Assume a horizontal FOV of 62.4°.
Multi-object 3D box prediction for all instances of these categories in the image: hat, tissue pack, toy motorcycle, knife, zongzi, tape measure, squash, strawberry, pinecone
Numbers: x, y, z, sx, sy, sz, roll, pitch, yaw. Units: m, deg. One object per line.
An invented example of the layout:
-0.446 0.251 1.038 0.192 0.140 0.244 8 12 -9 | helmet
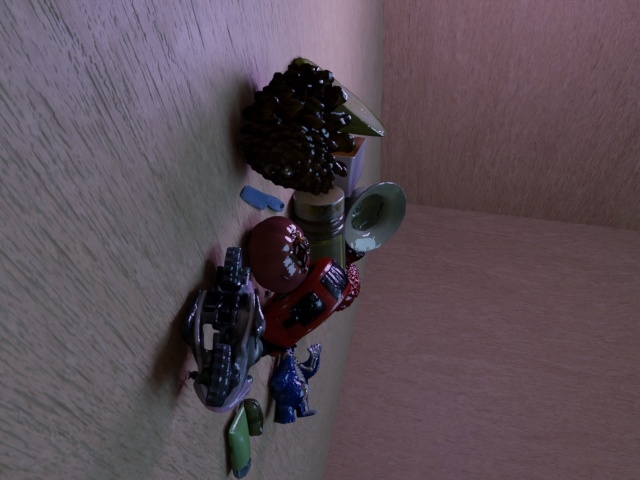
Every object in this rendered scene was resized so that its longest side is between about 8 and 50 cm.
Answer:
0.147 -0.101 1.743 0.257 0.130 0.257 -20 130 -26 | hat
0.050 -0.252 1.736 0.246 0.159 0.136 -63 159 -62 | tissue pack
-0.174 0.171 0.967 0.327 0.143 0.188 -92 -171 -47 | toy motorcycle
-0.136 -0.094 1.270 0.313 0.019 0.044 19 81 -77 | knife
-0.173 0.431 1.368 0.113 0.052 0.104 -91 178 -69 | zongzi
-0.043 0.158 1.338 0.114 0.260 0.253 50 27 -8 | tape measure
0.056 -0.383 1.405 0.189 0.261 0.189 10 90 -77 | squash
0.029 0.149 1.900 0.244 0.205 0.205 34 63 -56 | strawberry
-0.036 -0.243 1.101 0.246 0.246 0.292 78 21 -61 | pinecone

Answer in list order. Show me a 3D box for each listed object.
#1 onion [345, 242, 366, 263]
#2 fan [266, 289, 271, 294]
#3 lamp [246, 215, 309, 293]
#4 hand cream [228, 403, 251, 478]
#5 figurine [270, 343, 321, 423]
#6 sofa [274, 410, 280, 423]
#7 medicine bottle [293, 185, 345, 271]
0.041 -0.036 1.874 0.272 0.195 0.272 46 28 -33 | onion
-0.108 0.136 1.582 0.294 0.012 0.223 -69 164 -50 | fan
-0.104 0.033 1.227 0.182 0.140 0.182 -7 90 -68 | lamp
-0.198 0.495 1.283 0.095 0.046 0.175 -58 147 -63 | hand cream
-0.092 0.423 1.621 0.164 0.121 0.262 15 72 -41 | figurine
-0.121 0.527 1.711 0.060 0.039 0.118 -34 130 -77 | sofa
0.000 0.000 1.626 0.151 0.151 0.322 -66 157 -56 | medicine bottle
